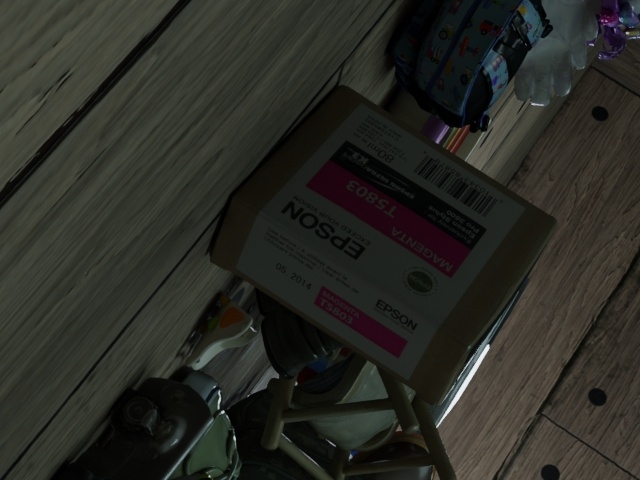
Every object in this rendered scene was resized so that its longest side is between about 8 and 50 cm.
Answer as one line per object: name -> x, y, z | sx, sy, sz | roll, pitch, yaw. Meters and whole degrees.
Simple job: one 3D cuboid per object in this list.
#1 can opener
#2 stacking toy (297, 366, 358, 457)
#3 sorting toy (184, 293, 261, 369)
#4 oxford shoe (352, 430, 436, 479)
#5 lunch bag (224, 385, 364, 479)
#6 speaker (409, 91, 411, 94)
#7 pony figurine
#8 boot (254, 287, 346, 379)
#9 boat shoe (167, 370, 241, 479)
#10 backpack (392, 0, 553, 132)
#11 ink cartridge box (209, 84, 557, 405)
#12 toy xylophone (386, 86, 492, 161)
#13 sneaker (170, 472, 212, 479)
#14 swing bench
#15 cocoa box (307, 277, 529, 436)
can opener -> -0.191, 0.236, 1.297 | 0.283, 0.076, 0.095 | -52, 158, -26
stacking toy -> -0.002, 0.275, 2.170 | 0.141, 0.141, 0.330 | 115, -17, -44
sorting toy -> -0.099, 0.093, 1.460 | 0.075, 0.045, 0.083 | -48, 172, -5
oxford shoe -> 0.050, 0.405, 1.968 | 0.133, 0.130, 0.364 | -96, -150, -63
lunch bag -> -0.090, 0.355, 1.921 | 0.305, 0.212, 0.256 | -59, -169, 17
speaker -> 0.133, -0.197, 1.639 | 0.136, 0.055, 0.055 | -44, 165, -55
pony figurine -> 0.430, -0.364, 2.152 | 0.363, 0.302, 0.351 | -25, 116, -68
boot -> 0.000, 0.000, 1.472 | 0.161, 0.247, 0.083 | -18, 152, 29
boat shoe -> -0.125, 0.221, 1.595 | 0.109, 0.094, 0.302 | -53, 171, -23
backpack -> 0.145, -0.198, 1.479 | 0.158, 0.117, 0.173 | -56, 172, -1
ink cartridge box -> 0.057, -0.002, 1.312 | 0.193, 0.234, 0.088 | -50, 169, -43
toy xylophone -> 0.106, -0.094, 1.776 | 0.236, 0.081, 0.322 | -59, 171, 18
sneaker -> -0.203, 0.314, 1.485 | 0.147, 0.145, 0.385 | -9, 159, -23
swing bench -> 0.045, 0.128, 1.691 | 0.253, 0.165, 0.255 | 55, 30, -62
cocoa box -> 0.122, 0.093, 2.063 | 0.231, 0.228, 0.347 | -60, 172, 6
